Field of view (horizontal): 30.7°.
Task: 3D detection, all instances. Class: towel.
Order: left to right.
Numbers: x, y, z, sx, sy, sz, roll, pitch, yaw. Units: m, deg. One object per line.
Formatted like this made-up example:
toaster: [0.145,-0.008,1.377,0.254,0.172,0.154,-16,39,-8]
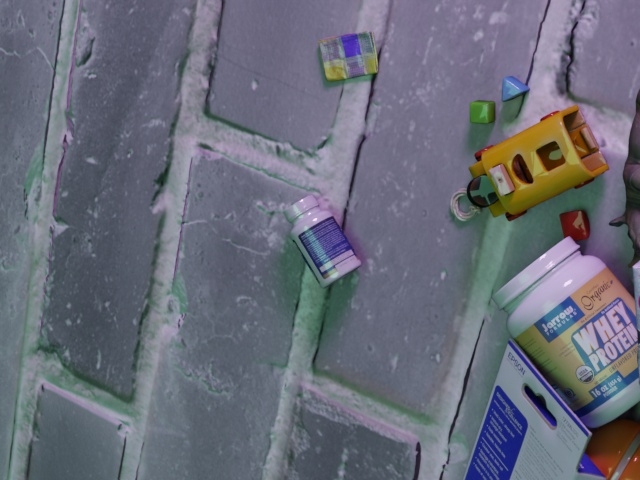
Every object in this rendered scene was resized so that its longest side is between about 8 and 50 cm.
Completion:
towel: [0.037,-0.246,1.558,0.083,0.009,0.060,-3,100,31]

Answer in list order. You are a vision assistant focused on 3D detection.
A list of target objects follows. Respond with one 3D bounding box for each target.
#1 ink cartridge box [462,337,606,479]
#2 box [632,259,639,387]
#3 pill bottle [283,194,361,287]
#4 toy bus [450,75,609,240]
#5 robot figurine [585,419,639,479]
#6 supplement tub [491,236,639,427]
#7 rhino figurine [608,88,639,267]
ink cartridge box: [0.255,0.313,1.456,0.175,0.069,0.370,-126,36,-46]
box: [0.446,0.063,1.255,0.163,0.247,0.142,0,101,30]
pill bottle: [0.000,0.000,1.610,0.067,0.067,0.120,-34,85,32]
toy bus: [0.243,-0.083,1.422,0.191,0.104,0.202,22,112,25]
robot figurine: [0.405,0.300,1.414,0.219,0.128,0.158,30,127,22]
supplement tub: [0.316,0.109,1.404,0.199,0.144,0.144,51,122,9]
rhino figurine: [0.390,-0.080,1.346,0.073,0.106,0.243,3,111,-14]
